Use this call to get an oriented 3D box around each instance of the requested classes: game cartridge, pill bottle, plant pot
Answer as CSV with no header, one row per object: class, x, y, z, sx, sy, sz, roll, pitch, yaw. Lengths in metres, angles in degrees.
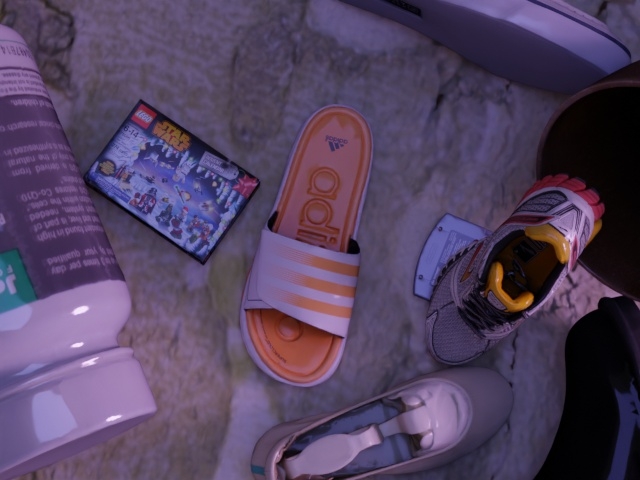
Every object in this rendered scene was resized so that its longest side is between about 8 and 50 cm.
game cartridge,0.119,0.020,1.625,0.056,0.017,0.083,24,81,-2
pill bottle,-0.285,0.014,1.513,0.204,0.204,0.361,-23,82,-6
plant pot,0.339,-0.090,1.549,0.215,0.215,0.230,45,48,5

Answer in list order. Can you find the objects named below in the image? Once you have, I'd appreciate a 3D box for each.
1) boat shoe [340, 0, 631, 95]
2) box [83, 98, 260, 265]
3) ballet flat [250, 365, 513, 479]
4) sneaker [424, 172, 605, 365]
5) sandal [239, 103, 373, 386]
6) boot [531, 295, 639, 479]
boat shoe,0.133,-0.264,1.623,0.367,0.136,0.156,24,77,11
box,-0.137,-0.054,1.620,0.137,0.027,0.094,34,80,3
ballet flat,0.059,0.172,1.565,0.248,0.086,0.086,-19,82,-5
sneaker,0.153,0.036,1.531,0.088,0.225,0.093,36,40,2
sandal,-0.010,-0.003,1.592,0.102,0.076,0.265,10,81,0
boot,0.177,0.225,1.536,0.260,0.131,0.348,-3,82,-3
